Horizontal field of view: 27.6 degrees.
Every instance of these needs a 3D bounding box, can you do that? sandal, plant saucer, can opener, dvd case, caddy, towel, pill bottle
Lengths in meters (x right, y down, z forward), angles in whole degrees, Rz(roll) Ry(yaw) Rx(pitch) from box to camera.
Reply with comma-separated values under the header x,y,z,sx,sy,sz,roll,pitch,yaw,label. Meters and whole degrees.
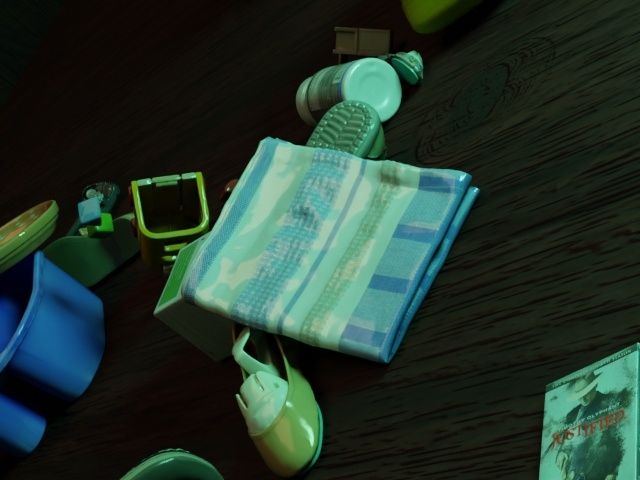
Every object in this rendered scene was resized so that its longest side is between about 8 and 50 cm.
x,y,z,sx,sy,sz,roll,pitch,yaw,label
-0.328,0.011,1.995,0.240,0.088,0.079,-23,5,39,sandal
-0.462,0.012,1.901,0.200,0.037,0.200,-31,16,10,plant saucer
-0.390,-0.019,2.165,0.059,0.073,0.186,20,74,26,can opener
0.186,0.134,0.892,0.087,0.013,0.119,-33,29,39,dvd case
-0.446,0.148,1.857,0.241,0.179,0.341,-48,23,10,caddy
0.000,0.000,1.283,0.285,0.034,0.209,14,69,41,towel
0.030,-0.170,1.539,0.078,0.078,0.137,-59,23,-15,pill bottle

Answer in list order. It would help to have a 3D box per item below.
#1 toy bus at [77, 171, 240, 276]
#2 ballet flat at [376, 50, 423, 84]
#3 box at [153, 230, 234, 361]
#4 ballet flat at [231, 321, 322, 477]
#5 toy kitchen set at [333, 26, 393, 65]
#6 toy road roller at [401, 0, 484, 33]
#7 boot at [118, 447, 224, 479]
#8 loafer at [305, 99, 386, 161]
x,y,z,sx,sy,sz,roll,pitch,yaw,label
-0.192,-0.007,1.685,0.191,0.202,0.104,-27,64,34,toy bus
0.096,-0.206,1.519,0.041,0.041,0.114,-56,24,-8,ballet flat
-0.111,0.059,1.447,0.087,0.102,0.101,-28,32,41,box
-0.054,0.142,1.256,0.080,0.073,0.232,-48,24,14,ballet flat
0.062,-0.233,1.642,0.083,0.075,0.068,-24,-61,-69,toy kitchen set
0.156,-0.383,1.520,0.330,0.240,0.202,-22,-5,-46,toy road roller
-0.252,0.323,1.307,0.377,0.138,0.284,-57,23,5,boot
-0.003,-0.029,1.403,0.094,0.087,0.251,34,86,37,loafer
